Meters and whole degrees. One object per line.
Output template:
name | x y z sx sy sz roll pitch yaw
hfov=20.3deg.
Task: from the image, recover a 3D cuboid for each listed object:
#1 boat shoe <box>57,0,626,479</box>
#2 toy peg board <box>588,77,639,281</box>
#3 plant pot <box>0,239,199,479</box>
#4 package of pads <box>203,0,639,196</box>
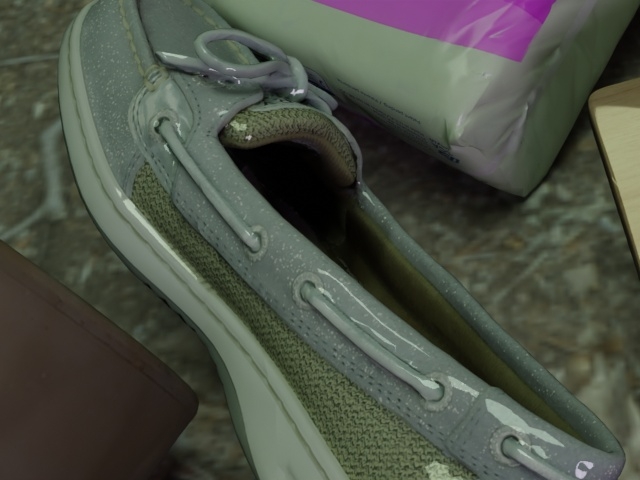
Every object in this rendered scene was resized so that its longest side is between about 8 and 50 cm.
boat shoe | -0.001 0.000 0.674 0.103 0.118 0.320 -49 48 23
toy peg board | 0.200 0.009 0.669 0.161 0.079 0.161 -15 64 4
plant pot | -0.247 0.082 0.601 0.323 0.323 0.280 26 78 32
package of pads | 0.060 -0.198 0.793 0.229 0.101 0.297 30 89 34
